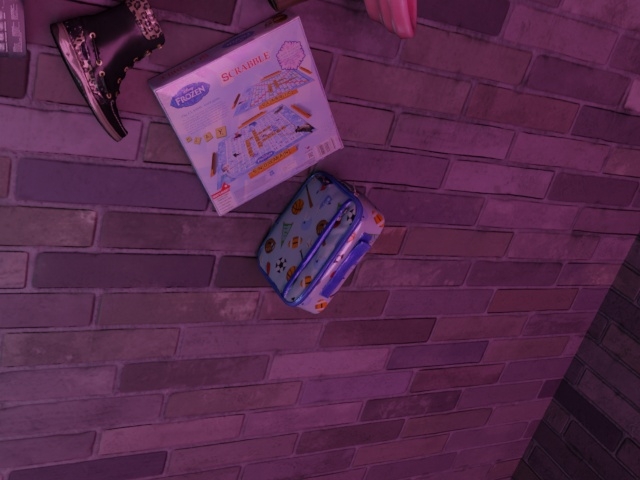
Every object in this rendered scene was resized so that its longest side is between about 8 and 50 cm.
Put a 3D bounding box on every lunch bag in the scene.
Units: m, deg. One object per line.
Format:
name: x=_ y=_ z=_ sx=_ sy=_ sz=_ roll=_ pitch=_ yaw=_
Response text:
lunch bag: x=0.000 y=0.000 z=1.504 sx=0.115 sy=0.243 sz=0.303 roll=25 pitch=106 yaw=-38

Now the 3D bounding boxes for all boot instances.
boot: x=-0.354 y=-0.311 z=1.210 sx=0.178 sy=0.085 sz=0.236 roll=-30 pitch=129 yaw=-13

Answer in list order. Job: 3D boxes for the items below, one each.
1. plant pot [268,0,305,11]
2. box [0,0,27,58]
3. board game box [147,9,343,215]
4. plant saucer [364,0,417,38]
plant pot: x=-0.035 y=-0.513 z=1.226 sx=0.165 sy=0.167 sz=0.167 roll=-27 pitch=129 yaw=-2
box: x=-0.564 y=-0.407 z=1.044 sx=0.183 sy=0.059 sz=0.233 roll=-6 pitch=122 yaw=-26
board game box: x=-0.140 y=-0.256 z=1.378 sx=0.318 sy=0.066 sz=0.318 roll=-30 pitch=130 yaw=-10
plant saucer: x=0.121 y=-0.540 z=1.226 sx=0.084 sy=0.332 sz=0.332 roll=-2 pitch=128 yaw=14
